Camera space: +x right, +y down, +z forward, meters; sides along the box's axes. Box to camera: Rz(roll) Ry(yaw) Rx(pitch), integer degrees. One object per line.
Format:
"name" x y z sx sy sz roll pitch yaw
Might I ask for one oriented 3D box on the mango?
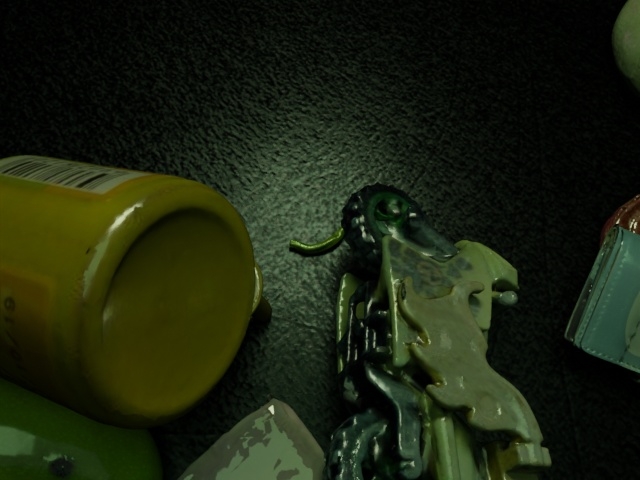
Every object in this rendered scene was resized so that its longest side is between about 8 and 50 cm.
"mango" -0.308 0.224 0.675 0.293 0.143 0.175 17 69 -8

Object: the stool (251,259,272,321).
"stool" -0.123 0.069 0.767 0.134 0.110 0.135 6 66 -4

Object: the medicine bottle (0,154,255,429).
"medicine bottle" -0.275 0.029 0.644 0.384 0.224 0.224 11 64 30

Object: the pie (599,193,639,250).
"pie" 0.472 0.017 0.872 0.182 0.049 0.182 1 73 -3

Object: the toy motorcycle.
"toy motorcycle" 0.119 0.123 0.712 0.237 0.169 0.410 19 54 -17

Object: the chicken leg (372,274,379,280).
"chicken leg" 0.109 0.052 0.843 0.083 0.021 0.036 13 59 -7

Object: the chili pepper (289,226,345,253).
"chili pepper" 0.000 0.000 0.857 0.083 0.017 0.030 -21 63 -15

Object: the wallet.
"wallet" 0.452 0.106 0.795 0.250 0.075 0.176 22 92 4

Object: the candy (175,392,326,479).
"candy" -0.050 0.279 0.674 0.185 0.137 0.195 -38 73 -18

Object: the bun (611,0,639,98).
"bun" 0.593 -0.312 0.951 0.283 0.179 0.283 1 65 -3
